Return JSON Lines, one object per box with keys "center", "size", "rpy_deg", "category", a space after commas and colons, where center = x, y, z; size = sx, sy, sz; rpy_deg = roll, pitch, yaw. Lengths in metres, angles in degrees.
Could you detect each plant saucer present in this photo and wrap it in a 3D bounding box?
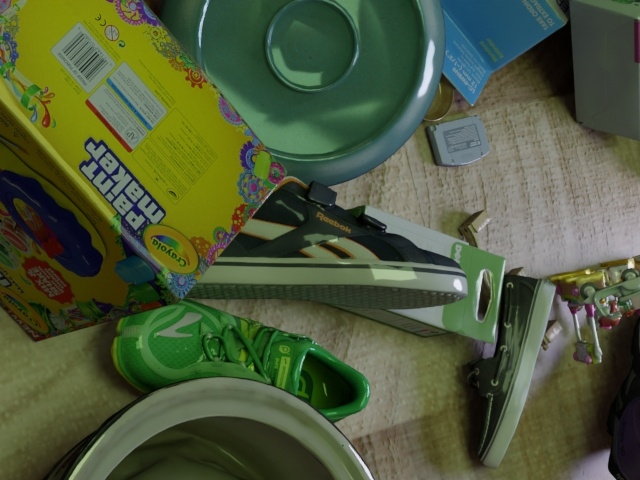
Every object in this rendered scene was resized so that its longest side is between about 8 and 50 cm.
{"center": [0.122, -0.181, 1.935], "size": [0.083, 0.015, 0.083], "rpy_deg": [8, 76, -35], "category": "plant saucer"}
{"center": [-0.013, -0.209, 1.731], "size": [0.317, 0.043, 0.318], "rpy_deg": [-2, 100, -13], "category": "plant saucer"}

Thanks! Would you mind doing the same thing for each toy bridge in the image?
{"center": [0.223, 0.057, 1.952], "size": [0.063, 0.026, 0.188], "rpy_deg": [-43, 106, -32], "category": "toy bridge"}

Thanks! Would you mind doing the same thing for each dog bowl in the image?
{"center": [-0.124, 0.340, 1.564], "size": [0.408, 0.150, 0.408], "rpy_deg": [9, 74, -35], "category": "dog bowl"}

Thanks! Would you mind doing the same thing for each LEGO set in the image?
{"center": [0.354, 0.084, 1.983], "size": [0.287, 0.132, 0.107], "rpy_deg": [-12, 91, -73], "category": "LEGO set"}

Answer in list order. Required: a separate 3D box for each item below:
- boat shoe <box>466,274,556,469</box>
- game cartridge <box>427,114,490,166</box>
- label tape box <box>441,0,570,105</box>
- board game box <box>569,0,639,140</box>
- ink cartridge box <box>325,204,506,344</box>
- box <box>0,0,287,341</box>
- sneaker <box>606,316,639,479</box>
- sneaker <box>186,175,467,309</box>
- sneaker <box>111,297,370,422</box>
{"center": [0.208, 0.147, 1.893], "size": [0.076, 0.080, 0.229], "rpy_deg": [17, 88, 6], "category": "boat shoe"}
{"center": [0.166, -0.117, 1.955], "size": [0.083, 0.017, 0.056], "rpy_deg": [-15, 86, -37], "category": "game cartridge"}
{"center": [0.215, -0.373, 1.977], "size": [0.249, 0.115, 0.348], "rpy_deg": [48, 53, -19], "category": "label tape box"}
{"center": [0.419, -0.313, 2.062], "size": [0.303, 0.097, 0.224], "rpy_deg": [-58, 153, -29], "category": "board game box"}
{"center": [0.107, 0.044, 1.846], "size": [0.209, 0.062, 0.109], "rpy_deg": [19, 71, -31], "category": "ink cartridge box"}
{"center": [-0.241, -0.084, 1.485], "size": [0.290, 0.279, 0.177], "rpy_deg": [49, 56, -17], "category": "box"}
{"center": [0.399, 0.186, 2.019], "size": [0.107, 0.124, 0.283], "rpy_deg": [35, 36, -10], "category": "sneaker"}
{"center": [0.000, 0.000, 1.696], "size": [0.321, 0.126, 0.127], "rpy_deg": [5, 74, -13], "category": "sneaker"}
{"center": [-0.074, 0.119, 1.661], "size": [0.295, 0.123, 0.109], "rpy_deg": [17, 71, -32], "category": "sneaker"}
